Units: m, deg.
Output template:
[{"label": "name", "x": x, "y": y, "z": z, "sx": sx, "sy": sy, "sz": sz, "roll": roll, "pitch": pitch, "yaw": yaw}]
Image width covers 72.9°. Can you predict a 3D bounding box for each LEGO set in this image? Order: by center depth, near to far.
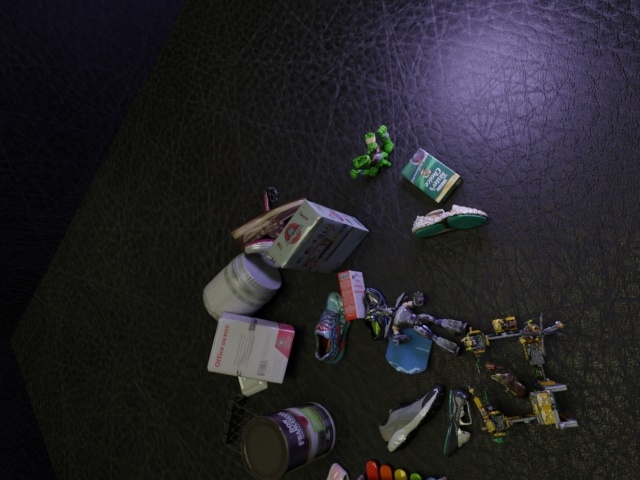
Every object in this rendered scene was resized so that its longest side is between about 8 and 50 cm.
[{"label": "LEGO set", "x": 0.512, "y": 0.361, "z": 1.132, "sx": 0.255, "sy": 0.192, "sz": 0.330, "roll": -5, "pitch": 76, "yaw": 14}]

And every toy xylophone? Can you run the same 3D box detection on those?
[{"label": "toy xylophone", "x": 0.249, "y": 0.830, "z": 1.340, "sx": 0.323, "sy": 0.081, "sz": 0.236, "roll": -8, "pitch": 78, "yaw": 33}]

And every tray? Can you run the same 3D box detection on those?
[{"label": "tray", "x": -0.315, "y": 0.505, "z": 1.811, "sx": 0.145, "sy": 0.030, "sz": 0.270, "roll": -32, "pitch": 66, "yaw": 27}]

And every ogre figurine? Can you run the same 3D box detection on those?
[{"label": "ogre figurine", "x": 0.191, "y": -0.298, "z": 1.537, "sx": 0.097, "sy": 0.118, "sz": 0.196, "roll": 19, "pitch": 92, "yaw": 39}]

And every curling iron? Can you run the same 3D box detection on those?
[{"label": "curling iron", "x": -0.212, "y": -0.096, "z": 1.831, "sx": 0.068, "sy": 0.035, "sz": 0.273, "roll": -4, "pitch": 80, "yaw": 33}]

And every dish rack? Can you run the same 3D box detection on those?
[{"label": "dish rack", "x": -0.272, "y": 0.757, "z": 1.712, "sx": 0.272, "sy": 0.074, "sz": 0.208, "roll": 15, "pitch": 97, "yaw": 32}]

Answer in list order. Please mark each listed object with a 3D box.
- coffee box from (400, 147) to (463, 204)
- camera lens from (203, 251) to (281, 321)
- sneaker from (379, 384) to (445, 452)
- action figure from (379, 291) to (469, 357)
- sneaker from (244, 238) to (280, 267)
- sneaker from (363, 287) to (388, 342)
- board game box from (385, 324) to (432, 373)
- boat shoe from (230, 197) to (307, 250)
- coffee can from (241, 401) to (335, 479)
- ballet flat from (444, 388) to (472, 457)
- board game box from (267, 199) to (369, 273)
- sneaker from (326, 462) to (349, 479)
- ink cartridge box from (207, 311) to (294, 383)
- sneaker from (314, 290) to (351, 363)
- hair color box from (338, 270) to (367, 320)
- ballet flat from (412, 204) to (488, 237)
[{"label": "coffee box", "x": 0.369, "y": -0.216, "z": 1.448, "sx": 0.113, "sy": 0.040, "sz": 0.184, "roll": -52, "pitch": 58, "yaw": 16}, {"label": "camera lens", "x": -0.319, "y": 0.196, "z": 1.746, "sx": 0.274, "sy": 0.219, "sz": 0.219, "roll": -42, "pitch": 62, "yaw": 22}, {"label": "sneaker", "x": 0.280, "y": 0.543, "z": 1.357, "sx": 0.271, "sy": 0.100, "sz": 0.108, "roll": -52, "pitch": 53, "yaw": 16}, {"label": "action figure", "x": 0.316, "y": 0.261, "z": 1.370, "sx": 0.285, "sy": 0.099, "sz": 0.185, "roll": 17, "pitch": 82, "yaw": 30}, {"label": "sneaker", "x": -0.168, "y": 0.055, "z": 1.683, "sx": 0.253, "sy": 0.103, "sz": 0.111, "roll": 4, "pitch": 95, "yaw": -5}, {"label": "sneaker", "x": 0.185, "y": 0.253, "z": 1.477, "sx": 0.067, "sy": 0.078, "sz": 0.188, "roll": -19, "pitch": 72, "yaw": 31}, {"label": "board game box", "x": 0.291, "y": 0.349, "z": 1.411, "sx": 0.133, "sy": 0.033, "sz": 0.168, "roll": 9, "pitch": 69, "yaw": 24}, {"label": "boat shoe", "x": -0.191, "y": -0.061, "z": 1.759, "sx": 0.342, "sy": 0.123, "sz": 0.123, "roll": -27, "pitch": 100, "yaw": 7}, {"label": "coffee can", "x": -0.105, "y": 0.682, "z": 1.488, "sx": 0.202, "sy": 0.275, "sz": 0.201, "roll": -6, "pitch": 79, "yaw": 33}, {"label": "ballet flat", "x": 0.411, "y": 0.546, "z": 1.283, "sx": 0.074, "sy": 0.074, "sz": 0.203, "roll": 4, "pitch": 83, "yaw": 35}, {"label": "board game box", "x": 0.000, "y": 0.000, "z": 1.507, "sx": 0.224, "sy": 0.303, "sz": 0.097, "roll": -52, "pitch": 58, "yaw": 16}, {"label": "sneaker", "x": 0.055, "y": 0.847, "z": 1.489, "sx": 0.070, "sy": 0.051, "sz": 0.134, "roll": 15, "pitch": 87, "yaw": 40}, {"label": "ink cartridge box", "x": -0.261, "y": 0.401, "z": 1.637, "sx": 0.117, "sy": 0.283, "sz": 0.207, "roll": -158, "pitch": 82, "yaw": -79}, {"label": "sneaker", "x": 0.040, "y": 0.310, "z": 1.539, "sx": 0.104, "sy": 0.125, "sz": 0.261, "roll": 2, "pitch": 84, "yaw": 34}, {"label": "hair color box", "x": 0.118, "y": 0.194, "z": 1.524, "sx": 0.054, "sy": 0.093, "sz": 0.167, "roll": -17, "pitch": 72, "yaw": 31}, {"label": "ballet flat", "x": 0.405, "y": -0.072, "z": 1.380, "sx": 0.241, "sy": 0.091, "sz": 0.077, "roll": -13, "pitch": 53, "yaw": 29}]
